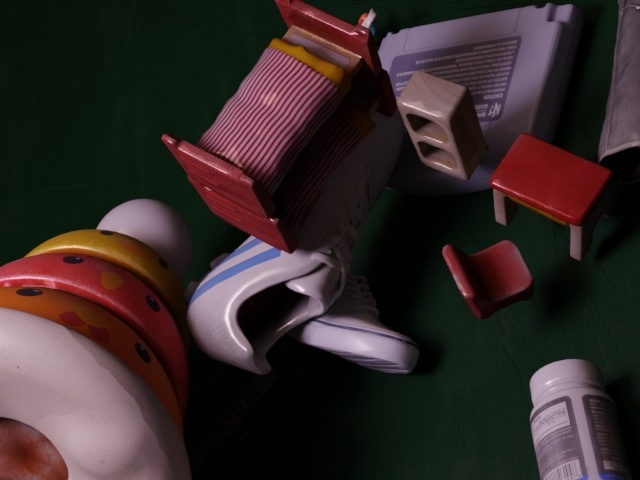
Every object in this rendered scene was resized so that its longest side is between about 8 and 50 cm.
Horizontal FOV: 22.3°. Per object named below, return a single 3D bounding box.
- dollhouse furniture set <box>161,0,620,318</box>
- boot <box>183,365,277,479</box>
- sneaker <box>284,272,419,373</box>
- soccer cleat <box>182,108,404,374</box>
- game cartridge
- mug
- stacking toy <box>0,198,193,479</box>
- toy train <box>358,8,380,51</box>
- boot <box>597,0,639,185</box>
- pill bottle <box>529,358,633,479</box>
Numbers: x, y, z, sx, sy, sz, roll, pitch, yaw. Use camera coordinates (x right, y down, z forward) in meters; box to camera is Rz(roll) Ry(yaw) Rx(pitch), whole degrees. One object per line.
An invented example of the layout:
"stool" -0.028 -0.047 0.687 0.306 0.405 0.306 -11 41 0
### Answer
"dollhouse furniture set" 0.068 -0.066 1.537 0.374 0.152 0.201 26 73 27
"boot" -0.137 0.228 1.820 0.229 0.091 0.263 -51 10 -14
"sneaker" 0.019 0.075 1.720 0.258 0.094 0.091 16 83 54
"soccer cleat" 0.000 0.000 1.677 0.331 0.116 0.143 -52 42 -6
"game cartridge" 0.146 -0.145 1.743 0.294 0.060 0.196 -1 63 51
"mug" -0.195 0.163 1.895 0.158 0.129 0.097 -30 47 37
"stacking toy" -0.255 0.099 1.725 0.351 0.350 0.480 -36 19 31
"toy train" 0.035 -0.186 1.886 0.166 0.046 0.125 -61 9 4
"boot" 0.304 -0.176 1.503 0.189 0.076 0.208 91 -165 -65
"pill bottle" 0.225 0.177 1.414 0.078 0.078 0.137 -35 43 32
